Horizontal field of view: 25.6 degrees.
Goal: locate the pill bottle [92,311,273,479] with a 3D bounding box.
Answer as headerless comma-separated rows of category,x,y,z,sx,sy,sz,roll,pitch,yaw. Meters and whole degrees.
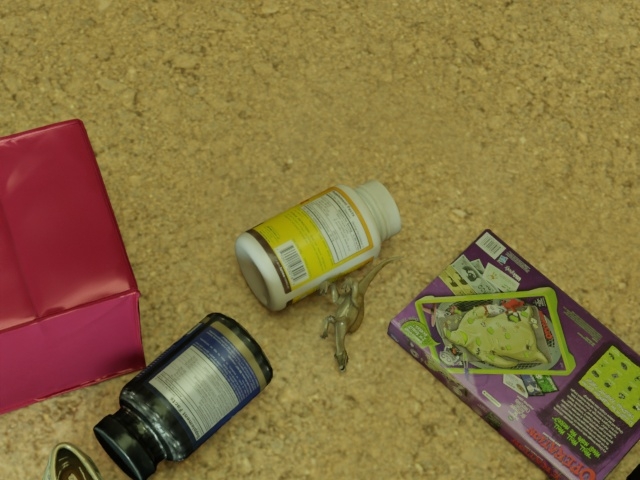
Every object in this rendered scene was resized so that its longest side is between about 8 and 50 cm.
pill bottle,-0.176,0.201,1.788,0.219,0.123,0.123,-41,73,-21

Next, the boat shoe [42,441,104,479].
boat shoe,-0.268,0.381,1.705,0.104,0.089,0.285,-25,68,-18

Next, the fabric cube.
fabric cube,-0.378,0.042,1.779,0.259,0.254,0.258,-17,65,-14

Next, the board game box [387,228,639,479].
board game box,0.285,0.163,1.895,0.347,0.056,0.208,42,63,16

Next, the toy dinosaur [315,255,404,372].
toy dinosaur,0.040,0.081,1.891,0.053,0.092,0.183,15,73,37

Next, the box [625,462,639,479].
box,0.506,0.400,1.762,0.261,0.103,0.184,16,60,3

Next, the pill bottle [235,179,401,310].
pill bottle,0.000,0.000,1.911,0.215,0.117,0.117,-27,68,-18
